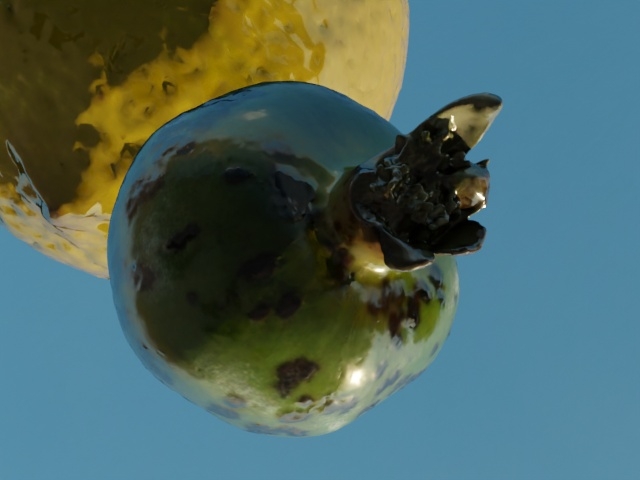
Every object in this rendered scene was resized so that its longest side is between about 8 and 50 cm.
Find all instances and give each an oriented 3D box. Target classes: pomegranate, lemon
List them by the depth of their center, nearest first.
[{"bbox_3d":[0.000,0.000,0.443,0.161,0.122,0.122,-27,-88,48],"label":"pomegranate"},{"bbox_3d":[-0.100,-0.133,0.917,0.336,0.336,0.336,4,-77,18],"label":"lemon"}]
